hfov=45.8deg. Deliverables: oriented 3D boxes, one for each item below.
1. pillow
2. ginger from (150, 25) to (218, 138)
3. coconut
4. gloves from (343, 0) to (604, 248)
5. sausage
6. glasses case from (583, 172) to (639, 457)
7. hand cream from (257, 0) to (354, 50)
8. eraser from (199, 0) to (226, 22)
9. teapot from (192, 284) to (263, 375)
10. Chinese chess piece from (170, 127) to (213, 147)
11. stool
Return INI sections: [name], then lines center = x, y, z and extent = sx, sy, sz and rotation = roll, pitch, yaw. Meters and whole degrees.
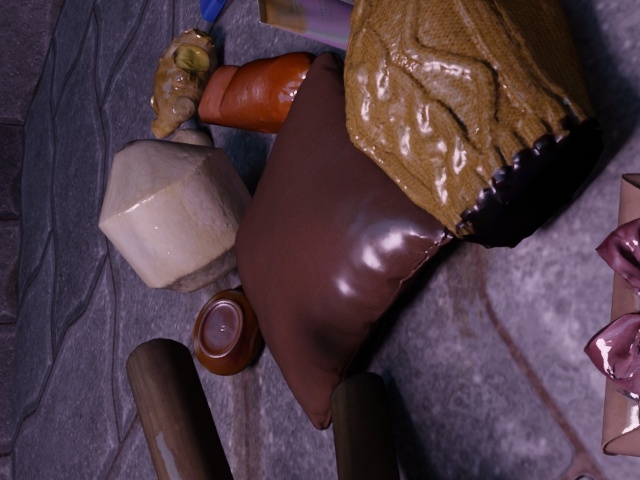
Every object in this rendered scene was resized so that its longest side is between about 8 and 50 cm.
[pillow]
center = 0.000, 0.000, 0.829
extent = 0.307, 0.109, 0.305
rotation = -62, 38, 35
[ginger]
center = -0.235, -0.286, 1.322
extent = 0.157, 0.102, 0.216
rotation = 140, 146, -61
[coconut]
center = -0.203, -0.045, 1.060
extent = 0.202, 0.222, 0.202
rotation = -29, 17, 10
[gloves]
center = 0.104, -0.154, 0.649
extent = 0.203, 0.155, 0.356
rotation = -54, 35, 31
[sausage]
center = -0.082, -0.197, 1.044
extent = 0.348, 0.094, 0.097
rotation = 16, 81, 62
[glasses case]
center = 0.221, 0.046, 0.470
extent = 0.102, 0.070, 0.193
rotation = -3, 78, 58
[hand cream]
center = 0.009, -0.235, 0.814
extent = 0.047, 0.174, 0.076
rotation = -42, 46, 47
[eraser]
center = -0.188, -0.445, 1.366
extent = 0.084, 0.027, 0.063
rotation = -46, 45, 43
[teapot]
center = -0.120, 0.122, 1.036
extent = 0.098, 0.078, 0.129
rotation = 9, 77, 20
[Chinese chess piece]
center = -0.231, -0.134, 1.319
extent = 0.122, 0.051, 0.122
rotation = -27, 58, 54
[stool]
center = -0.066, 0.271, 0.657
extent = 0.310, 0.311, 0.226
rotation = -64, 33, 20
